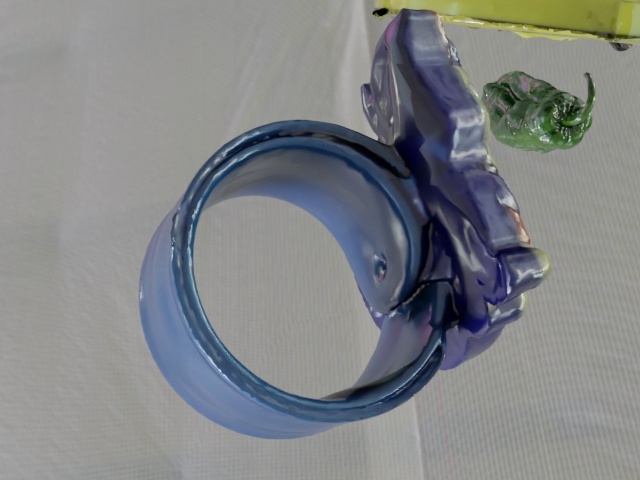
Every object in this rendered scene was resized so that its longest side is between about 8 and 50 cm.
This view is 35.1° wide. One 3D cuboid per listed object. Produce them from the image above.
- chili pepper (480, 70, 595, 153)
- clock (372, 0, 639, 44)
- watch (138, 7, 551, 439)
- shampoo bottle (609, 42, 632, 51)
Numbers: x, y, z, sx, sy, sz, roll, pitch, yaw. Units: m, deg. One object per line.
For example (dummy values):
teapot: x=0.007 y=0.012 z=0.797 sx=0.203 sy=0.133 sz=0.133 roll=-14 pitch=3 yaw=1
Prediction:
chili pepper: x=0.242 y=-0.151 z=1.170 sx=0.100 sy=0.074 sz=0.257 roll=-42 pitch=-158 yaw=3
clock: x=0.189 y=-0.207 z=0.852 sx=0.293 sy=0.277 sz=0.071 roll=11 pitch=-77 yaw=25
watch: x=0.001 y=0.009 z=0.573 sx=0.200 sy=0.171 sz=0.196 roll=-16 pitch=-109 yaw=-23
shampoo bottle: x=0.449 y=-0.438 z=1.590 sx=0.071 sy=0.284 sz=0.153 roll=-25 pitch=-139 yaw=-1
